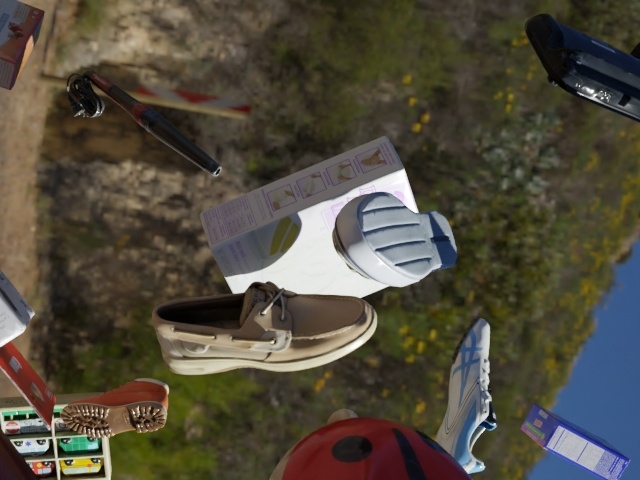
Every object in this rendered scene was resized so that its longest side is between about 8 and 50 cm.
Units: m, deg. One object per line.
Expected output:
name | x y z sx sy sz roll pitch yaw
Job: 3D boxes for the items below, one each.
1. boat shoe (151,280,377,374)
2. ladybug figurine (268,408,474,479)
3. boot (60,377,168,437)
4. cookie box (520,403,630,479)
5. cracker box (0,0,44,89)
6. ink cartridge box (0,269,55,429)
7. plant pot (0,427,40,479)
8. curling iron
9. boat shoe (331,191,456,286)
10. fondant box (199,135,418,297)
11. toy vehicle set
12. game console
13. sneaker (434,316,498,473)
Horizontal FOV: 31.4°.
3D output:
boat shoe | -0.087 0.126 1.732 0.121 0.341 0.110 -92 171 -54
ladybug figurine | 0.095 0.364 1.214 0.162 0.305 0.449 -61 -137 42
boot | -0.299 0.242 1.671 0.084 0.158 0.059 -86 172 -58
cookie box | 0.313 0.251 1.407 0.040 0.107 0.092 -61 -171 2
cracker box | -0.583 -0.349 1.838 0.155 0.232 0.067 -81 -166 -46
ink cartridge box | -0.399 0.115 1.469 0.060 0.239 0.275 -39 -172 -9
plant pot | -0.338 0.259 0.956 0.272 0.265 0.272 -42 161 -18
curling iron | -0.249 -0.162 1.605 0.035 0.274 0.068 -23 139 -63
boat shoe | 0.076 0.012 1.341 0.302 0.094 0.109 9 62 -65
fondant box | 0.000 0.000 1.864 0.096 0.330 0.238 -114 180 -46
toy vehicle set | -0.508 0.352 1.996 0.035 0.267 0.165 -101 -172 -66
game console | 0.343 -0.153 1.168 0.044 0.361 0.213 -55 -141 27
sneaker | 0.226 0.230 1.680 0.085 0.086 0.237 72 29 -67
